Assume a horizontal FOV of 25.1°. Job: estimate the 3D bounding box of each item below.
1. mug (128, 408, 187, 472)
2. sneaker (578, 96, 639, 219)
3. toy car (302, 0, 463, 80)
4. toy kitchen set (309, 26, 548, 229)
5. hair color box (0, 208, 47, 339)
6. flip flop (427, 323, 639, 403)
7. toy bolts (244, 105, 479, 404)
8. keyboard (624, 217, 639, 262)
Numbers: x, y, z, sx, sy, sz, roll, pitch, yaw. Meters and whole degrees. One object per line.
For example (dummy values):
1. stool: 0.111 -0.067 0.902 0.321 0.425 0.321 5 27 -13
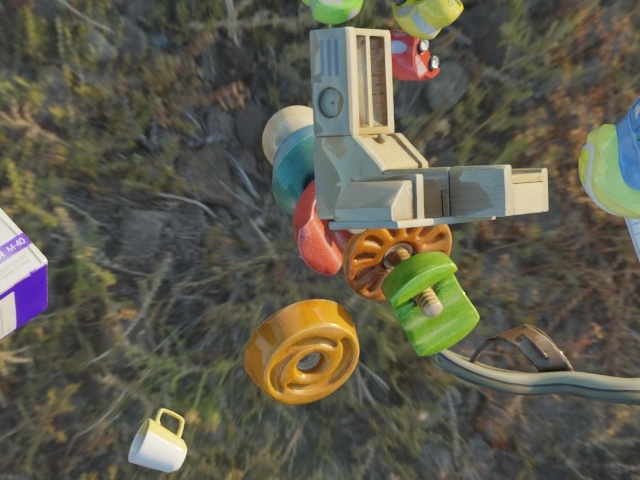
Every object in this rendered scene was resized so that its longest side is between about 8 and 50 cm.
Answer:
1. mug: -0.209 0.271 1.905 0.064 0.062 0.078 27 99 -14
2. sneaker: 0.303 -0.060 0.968 0.240 0.126 0.091 -1 63 -12
3. toy car: 0.063 -0.292 1.906 0.225 0.239 0.053 23 71 2
4. toy kitchen set: 0.030 -0.043 0.525 0.083 0.068 0.075 0 95 36
5. hair color box: -0.435 -0.024 1.363 0.185 0.110 0.339 -38 72 -27
6. flip flop: 0.258 0.138 1.642 0.277 0.112 0.080 6 88 11
7. toy bolts: 0.000 0.000 1.227 0.218 0.158 0.228 -28 134 -4
8. keyboard: 0.425 0.045 1.710 0.072 0.014 0.256 -22 114 6
